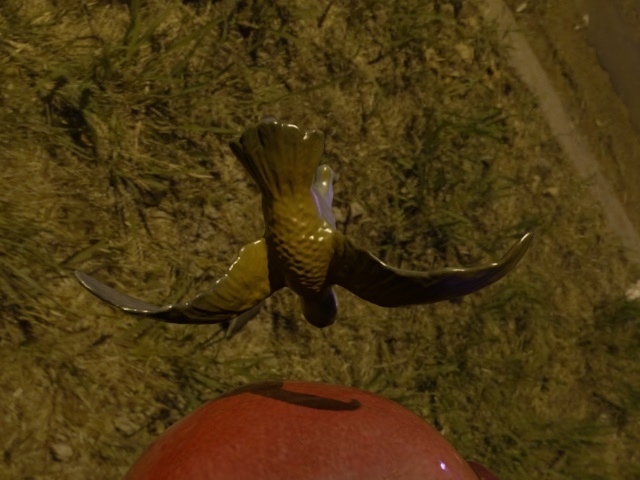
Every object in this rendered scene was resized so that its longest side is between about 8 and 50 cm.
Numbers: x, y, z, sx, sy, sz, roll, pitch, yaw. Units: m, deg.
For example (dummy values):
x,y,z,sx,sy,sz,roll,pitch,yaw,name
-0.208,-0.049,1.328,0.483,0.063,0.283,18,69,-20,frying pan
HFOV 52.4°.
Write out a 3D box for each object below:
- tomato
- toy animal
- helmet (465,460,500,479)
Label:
x,y,z,sx,sy,sz,roll,pitch,yaw,name
-0.009,0.254,0.474,0.321,0.321,0.322,-9,103,-43,tomato
0.000,0.000,0.371,0.155,0.219,0.095,49,36,-75,toy animal
0.211,0.340,0.909,0.089,0.111,0.057,-8,95,-26,helmet
